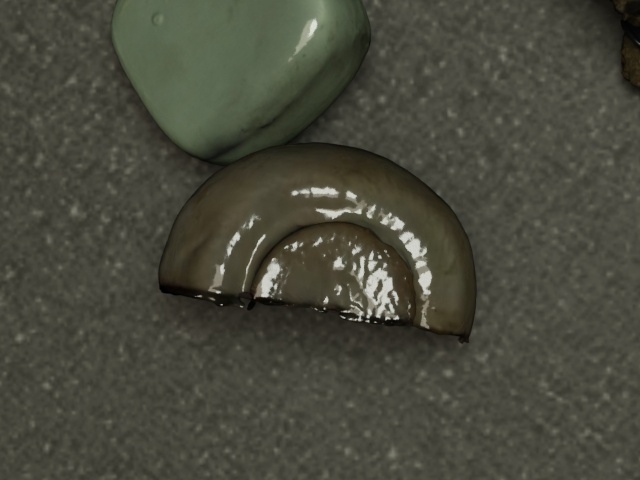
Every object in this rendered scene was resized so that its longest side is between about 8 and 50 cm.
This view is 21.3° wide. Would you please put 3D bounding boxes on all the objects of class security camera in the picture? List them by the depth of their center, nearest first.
[{"bbox_3d":[-0.092,-0.190,1.061,0.157,0.080,0.301,-41,72,20],"label":"security camera"}]

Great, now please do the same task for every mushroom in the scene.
[{"bbox_3d":[0.000,0.000,1.008,0.188,0.141,0.117,5,78,-9],"label":"mushroom"}]

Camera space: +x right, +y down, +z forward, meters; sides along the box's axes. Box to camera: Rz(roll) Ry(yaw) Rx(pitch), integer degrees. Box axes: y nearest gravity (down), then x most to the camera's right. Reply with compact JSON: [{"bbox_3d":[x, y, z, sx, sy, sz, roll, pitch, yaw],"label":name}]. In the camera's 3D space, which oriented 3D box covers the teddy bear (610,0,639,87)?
[{"bbox_3d":[0.246,-0.136,0.984,0.251,0.129,0.182,38,137,-2],"label":"teddy bear"}]
